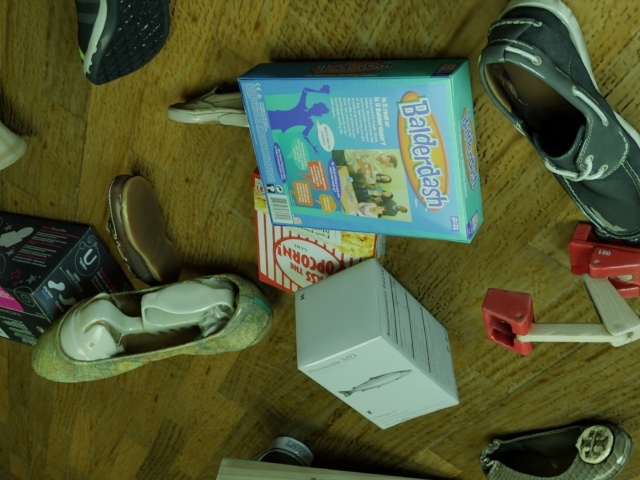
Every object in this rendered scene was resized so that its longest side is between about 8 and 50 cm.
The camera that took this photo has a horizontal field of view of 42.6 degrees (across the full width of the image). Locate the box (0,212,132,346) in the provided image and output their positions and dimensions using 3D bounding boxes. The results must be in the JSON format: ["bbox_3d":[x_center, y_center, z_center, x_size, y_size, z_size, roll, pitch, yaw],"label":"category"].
[{"bbox_3d":[-0.442,0.066,1.272,0.247,0.142,0.163,9,140,32],"label":"box"}]

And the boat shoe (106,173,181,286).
[{"bbox_3d":[-0.247,-0.009,1.087,0.073,0.073,0.207,12,141,18],"label":"boat shoe"}]

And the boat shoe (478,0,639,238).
[{"bbox_3d":[0.198,-0.079,0.656,0.084,0.079,0.233,-12,127,43],"label":"boat shoe"}]

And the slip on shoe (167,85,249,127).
[{"bbox_3d":[-0.105,-0.140,0.852,0.135,0.051,0.041,11,100,40],"label":"slip on shoe"}]

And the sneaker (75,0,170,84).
[{"bbox_3d":[-0.195,-0.248,0.779,0.097,0.084,0.234,53,146,12],"label":"sneaker"}]

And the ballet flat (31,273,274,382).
[{"bbox_3d":[-0.239,0.108,1.090,0.349,0.123,0.123,-9,134,8],"label":"ballet flat"}]

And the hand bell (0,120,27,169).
[{"bbox_3d":[-0.460,-0.208,1.008,0.126,0.126,0.242,13,129,26],"label":"hand bell"}]

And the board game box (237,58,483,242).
[{"bbox_3d":[0.038,-0.084,0.759,0.210,0.047,0.160,6,123,28],"label":"board game box"}]

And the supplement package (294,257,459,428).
[{"bbox_3d":[0.064,0.119,0.912,0.105,0.105,0.179,-25,136,25],"label":"supplement package"}]

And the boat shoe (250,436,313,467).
[{"bbox_3d":[-0.095,0.458,1.508,0.108,0.102,0.301,32,145,0],"label":"boat shoe"}]

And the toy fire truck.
[{"bbox_3d":[0.252,0.047,0.713,0.192,0.135,0.047,10,139,30],"label":"toy fire truck"}]

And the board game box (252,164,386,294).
[{"bbox_3d":[0.000,0.000,0.931,0.147,0.045,0.193,21,144,16],"label":"board game box"}]

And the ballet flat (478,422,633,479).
[{"bbox_3d":[0.277,0.265,1.012,0.058,0.084,0.250,39,150,-10],"label":"ballet flat"}]

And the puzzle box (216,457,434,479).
[{"bbox_3d":[0.052,0.465,1.354,0.409,0.052,0.272,3,137,12],"label":"puzzle box"}]
